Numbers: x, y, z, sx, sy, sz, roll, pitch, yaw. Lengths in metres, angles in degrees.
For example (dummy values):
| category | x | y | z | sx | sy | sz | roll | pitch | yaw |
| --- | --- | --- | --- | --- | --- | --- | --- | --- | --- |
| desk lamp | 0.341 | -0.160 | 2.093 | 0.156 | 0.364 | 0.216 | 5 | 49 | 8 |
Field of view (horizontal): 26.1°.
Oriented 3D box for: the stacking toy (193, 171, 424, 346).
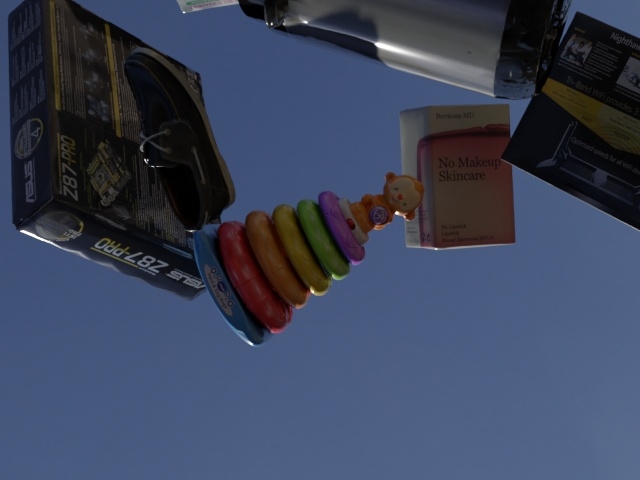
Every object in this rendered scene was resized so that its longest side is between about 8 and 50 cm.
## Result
| category | x | y | z | sx | sy | sz | roll | pitch | yaw |
| --- | --- | --- | --- | --- | --- | --- | --- | --- | --- |
| stacking toy | 0.000 | 0.000 | 1.796 | 0.175 | 0.302 | 0.166 | 63 | -172 | 1 |

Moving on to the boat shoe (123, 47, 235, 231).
| category | x | y | z | sx | sy | sz | roll | pitch | yaw |
| --- | --- | --- | --- | --- | --- | --- | --- | --- | --- |
| boat shoe | -0.179 | -0.122 | 1.675 | 0.079 | 0.084 | 0.233 | -42 | -61 | -38 |

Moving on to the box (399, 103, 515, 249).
| category | x | y | z | sx | sy | sz | roll | pitch | yaw |
| --- | --- | --- | --- | --- | --- | --- | --- | --- | --- |
| box | 0.223 | -0.104 | 2.256 | 0.149 | 0.127 | 0.232 | -4 | -88 | -18 |

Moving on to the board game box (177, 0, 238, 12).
| category | x | y | z | sx | sy | sz | roll | pitch | yaw |
| --- | --- | --- | --- | --- | --- | --- | --- | --- | --- |
| board game box | -0.174 | -0.533 | 2.324 | 0.303 | 0.224 | 0.097 | 67 | -157 | -50 |

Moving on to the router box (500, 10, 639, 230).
| category | x | y | z | sx | sy | sz | roll | pitch | yaw |
| --- | --- | --- | --- | --- | --- | --- | --- | --- | --- |
| router box | 0.447 | -0.153 | 1.967 | 0.081 | 0.309 | 0.243 | 13 | -74 | -60 |

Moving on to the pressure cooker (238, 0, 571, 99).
| category | x | y | z | sx | sy | sz | roll | pitch | yaw |
| --- | --- | --- | --- | --- | --- | --- | --- | --- | --- |
| pressure cooker | 0.082 | -0.365 | 1.476 | 0.370 | 0.420 | 0.375 | 58 | -129 | -75 |

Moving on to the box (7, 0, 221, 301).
| category | x | y | z | sx | sy | sz | roll | pitch | yaw |
| --- | --- | --- | --- | --- | --- | --- | --- | --- | --- |
| box | -0.290 | -0.138 | 1.974 | 0.318 | 0.097 | 0.395 | 27 | -140 | -43 |
